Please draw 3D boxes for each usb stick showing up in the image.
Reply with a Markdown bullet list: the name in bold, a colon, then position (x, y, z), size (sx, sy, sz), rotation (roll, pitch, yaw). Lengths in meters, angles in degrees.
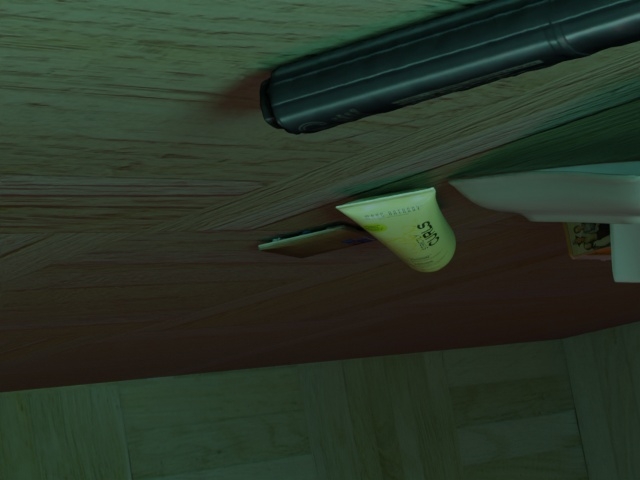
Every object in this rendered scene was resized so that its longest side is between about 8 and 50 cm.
- **usb stick**: position (0.094, -0.115, 0.934), size (0.278, 0.045, 0.077), rotation (-14, 177, 28)

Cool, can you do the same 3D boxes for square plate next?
- **square plate**: position (0.338, -0.049, 1.387), size (0.344, 0.049, 0.347), rotation (-6, -177, -21)

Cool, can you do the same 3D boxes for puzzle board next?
- **puzzle board**: position (0.000, 0.000, 1.697), size (0.096, 0.011, 0.128), rotation (-14, 171, 19)

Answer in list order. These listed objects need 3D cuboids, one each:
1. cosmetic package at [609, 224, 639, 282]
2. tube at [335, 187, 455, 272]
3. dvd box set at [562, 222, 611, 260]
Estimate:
- **cosmetic package**: position (0.415, -0.011, 1.582), size (0.231, 0.085, 0.117), rotation (0, -160, 23)
- **tube**: position (0.084, -0.016, 1.542), size (0.070, 0.062, 0.240), rotation (-50, 163, -1)
- **dvd box set**: position (0.531, -0.052, 1.787), size (0.420, 0.062, 0.307), rotation (-17, 168, 41)
